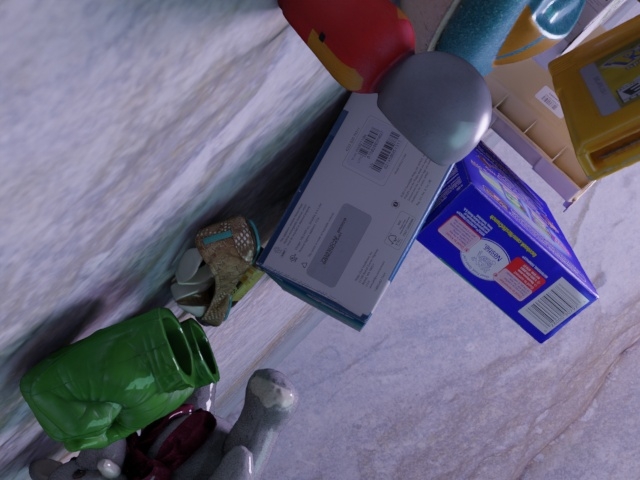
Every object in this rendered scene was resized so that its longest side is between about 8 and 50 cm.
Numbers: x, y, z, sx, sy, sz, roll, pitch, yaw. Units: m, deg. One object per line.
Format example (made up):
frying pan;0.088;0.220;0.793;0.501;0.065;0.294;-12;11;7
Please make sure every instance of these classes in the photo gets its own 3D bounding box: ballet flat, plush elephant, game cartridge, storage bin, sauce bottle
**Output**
ballet flat;-0.119;0.037;0.733;0.067;0.073;0.206;-10;153;-25
plush elephant;-0.227;0.285;0.894;0.255;0.272;0.330;14;91;-39
game cartridge;0.406;-0.210;0.795;0.285;0.052;0.323;-26;-157;24
storage bin;0.387;-0.222;1.150;0.260;0.262;0.123;-42;171;-18
sauce bottle;-0.113;0.060;0.901;0.128;0.042;0.042;-49;171;20

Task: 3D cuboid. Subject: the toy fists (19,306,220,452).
toy fists;-0.186;0.139;0.693;0.142;0.096;0.279;-21;171;-3

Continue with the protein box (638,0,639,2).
protein box;0.395;-0.355;0.728;0.200;0.201;0.136;-41;172;-20

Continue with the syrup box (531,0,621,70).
syrup box;0.382;-0.362;1.008;0.237;0.096;0.093;-43;173;-7

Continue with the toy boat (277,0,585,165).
toy boat;0.120;-0.173;0.494;0.318;0.148;0.267;-40;171;-32

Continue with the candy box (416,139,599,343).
candy box;0.263;-0.036;1.108;0.122;0.268;0.317;-44;-162;24

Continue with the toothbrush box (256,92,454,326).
toothbrush box;0.048;-0.019;0.814;0.216;0.126;0.295;-61;173;-6
